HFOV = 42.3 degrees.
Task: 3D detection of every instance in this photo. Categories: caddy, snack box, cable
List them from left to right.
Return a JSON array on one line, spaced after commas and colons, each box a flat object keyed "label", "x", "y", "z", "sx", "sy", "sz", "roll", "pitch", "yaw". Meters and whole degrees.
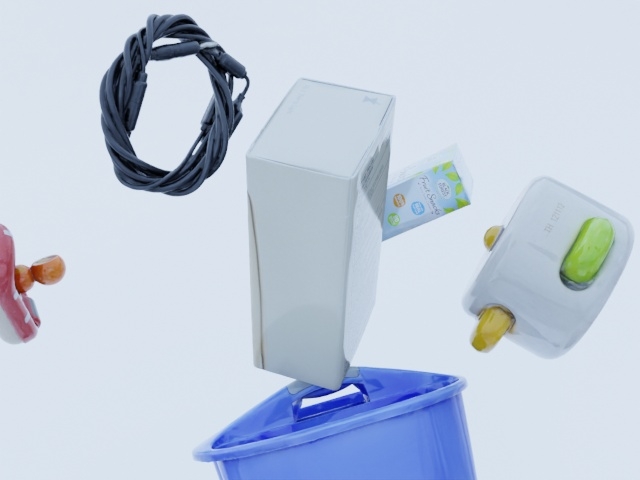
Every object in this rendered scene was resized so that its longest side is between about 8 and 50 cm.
[{"label": "cable", "x": -0.147, "y": -0.132, "z": 0.818, "sx": 0.047, "sy": 0.150, "sz": 0.184, "roll": 9, "pitch": -119, "yaw": 43}, {"label": "caddy", "x": 0.021, "y": 0.243, "z": 0.991, "sx": 0.341, "sy": 0.179, "sz": 0.241, "roll": -13, "pitch": 176, "yaw": -15}, {"label": "snack box", "x": 0.105, "y": -0.055, "z": 1.152, "sx": 0.207, "sy": 0.070, "sz": 0.174, "roll": -23, "pitch": -171, "yaw": 15}]

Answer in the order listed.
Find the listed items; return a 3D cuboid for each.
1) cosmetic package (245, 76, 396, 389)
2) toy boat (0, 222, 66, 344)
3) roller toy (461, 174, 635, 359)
[{"label": "cosmetic package", "x": 0.000, "y": 0.000, "z": 0.909, "sx": 0.113, "sy": 0.309, "sz": 0.160, "roll": 13, "pitch": -138, "yaw": 14}, {"label": "toy boat", "x": -0.520, "y": 0.064, "z": 1.444, "sx": 0.151, "sy": 0.231, "sz": 0.151, "roll": -22, "pitch": -130, "yaw": -15}, {"label": "roller toy", "x": 0.257, "y": 0.030, "z": 0.973, "sx": 0.146, "sy": 0.209, "sz": 0.191, "roll": 30, "pitch": -153, "yaw": 8}]
